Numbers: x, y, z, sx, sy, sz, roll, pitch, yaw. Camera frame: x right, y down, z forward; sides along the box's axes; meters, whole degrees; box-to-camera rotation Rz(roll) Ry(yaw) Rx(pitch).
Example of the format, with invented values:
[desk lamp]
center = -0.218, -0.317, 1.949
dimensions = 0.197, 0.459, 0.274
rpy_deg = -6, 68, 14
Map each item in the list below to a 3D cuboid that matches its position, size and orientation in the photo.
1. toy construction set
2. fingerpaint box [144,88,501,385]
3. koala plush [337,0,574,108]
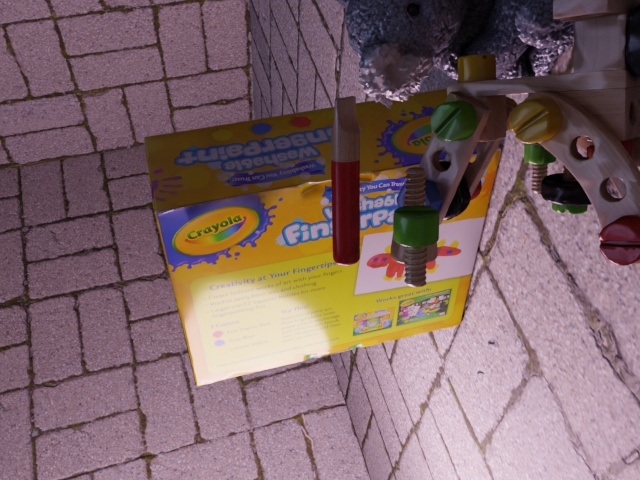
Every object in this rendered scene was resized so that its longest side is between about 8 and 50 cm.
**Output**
[toy construction set]
center = 0.156, -0.109, 0.569
dimensions = 0.257, 0.308, 0.237
rpy_deg = -143, 47, -61
[fingerpaint box]
center = 0.000, 0.000, 0.995
dimensions = 0.371, 0.444, 0.163
rpy_deg = 89, 165, -45
[koala plush]
center = 0.126, -0.231, 0.711
dimensions = 0.203, 0.221, 0.196
rpy_deg = 104, 152, -65
